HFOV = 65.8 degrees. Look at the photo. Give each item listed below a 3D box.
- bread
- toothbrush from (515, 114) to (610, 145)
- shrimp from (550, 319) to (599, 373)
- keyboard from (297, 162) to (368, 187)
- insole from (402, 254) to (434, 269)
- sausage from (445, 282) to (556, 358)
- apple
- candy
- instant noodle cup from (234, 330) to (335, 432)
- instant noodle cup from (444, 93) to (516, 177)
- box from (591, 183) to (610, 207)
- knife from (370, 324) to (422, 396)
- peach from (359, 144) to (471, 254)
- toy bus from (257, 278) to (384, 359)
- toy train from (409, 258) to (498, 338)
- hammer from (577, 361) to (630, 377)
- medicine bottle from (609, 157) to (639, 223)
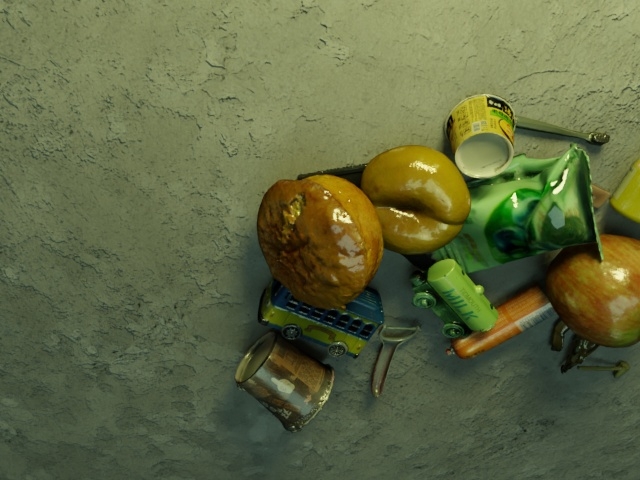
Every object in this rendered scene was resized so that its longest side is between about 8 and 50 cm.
[{"bbox_3d":[-0.003,-0.005,1.077,0.312,0.172,0.311,24,128,35],"label":"bread"},{"bbox_3d":[0.494,-0.249,1.089,0.298,0.030,0.030,10,96,-5],"label":"toothbrush"},{"bbox_3d":[0.723,0.282,1.401,0.146,0.059,0.254,21,118,-10],"label":"shrimp"},{"bbox_3d":[0.046,-0.144,1.153,0.196,0.018,0.060,-8,129,4],"label":"keyboard"},{"bbox_3d":[0.228,0.034,1.263,0.153,0.002,0.053,29,135,-15],"label":"insole"},{"bbox_3d":[0.480,0.237,1.350,0.312,0.093,0.093,-36,115,19],"label":"sausage"},{"bbox_3d":[0.697,0.112,1.199,0.277,0.250,0.309,-49,139,5],"label":"apple"},{"bbox_3d":[0.419,-0.043,1.139,0.398,0.172,0.262,-18,115,26],"label":"candy"},{"bbox_3d":[-0.104,0.378,1.365,0.207,0.217,0.217,43,112,-16],"label":"instant noodle cup"},{"bbox_3d":[0.336,-0.211,1.037,0.152,0.122,0.151,8,136,8],"label":"instant noodle cup"},{"bbox_3d":[0.627,-0.116,1.174,0.115,0.025,0.048,22,117,-13],"label":"box"},{"bbox_3d":[0.199,0.343,1.432,0.124,0.053,0.277,7,122,-11],"label":"knife"},{"bbox_3d":[0.199,-0.084,1.077,0.252,0.153,0.250,14,120,26],"label":"peach"},{"bbox_3d":[0.000,0.172,1.274,0.288,0.138,0.175,23,119,-14],"label":"toy bus"},{"bbox_3d":[0.347,0.152,1.271,0.157,0.105,0.253,-29,116,33],"label":"toy train"},{"bbox_3d":[0.824,0.383,1.461,0.196,0.028,0.060,7,127,-20],"label":"hammer"},{"bbox_3d":[0.759,-0.146,1.101,0.122,0.121,0.212,14,120,-9],"label":"medicine bottle"}]
